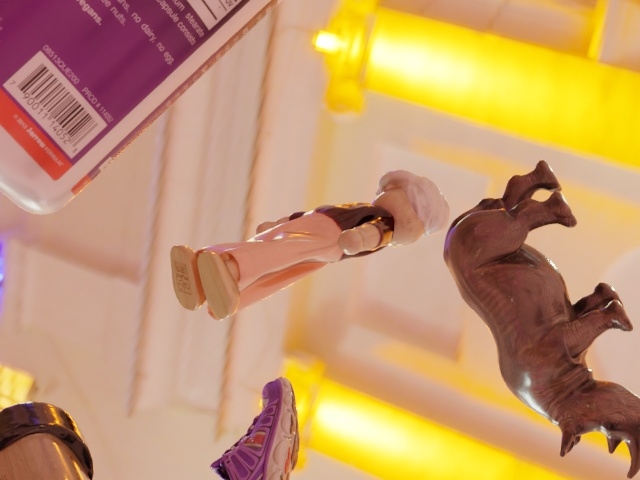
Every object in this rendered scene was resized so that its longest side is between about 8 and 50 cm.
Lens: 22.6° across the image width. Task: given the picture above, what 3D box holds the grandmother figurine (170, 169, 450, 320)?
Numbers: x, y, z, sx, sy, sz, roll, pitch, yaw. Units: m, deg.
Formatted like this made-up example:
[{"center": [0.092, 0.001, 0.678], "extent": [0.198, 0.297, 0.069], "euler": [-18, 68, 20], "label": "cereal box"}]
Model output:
[{"center": [0.000, 0.000, 1.813], "extent": [0.342, 0.208, 0.104], "euler": [-18, -66, -31], "label": "grandmother figurine"}]

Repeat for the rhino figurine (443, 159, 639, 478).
[{"center": [0.178, 0.069, 1.206], "extent": [0.243, 0.106, 0.073], "euler": [63, -169, 3], "label": "rhino figurine"}]

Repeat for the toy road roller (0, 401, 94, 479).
[{"center": [-0.228, 0.310, 1.239], "extent": [0.241, 0.202, 0.329], "euler": [-32, -62, -6], "label": "toy road roller"}]

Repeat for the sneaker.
[{"center": [-0.058, 0.187, 1.419], "extent": [0.170, 0.071, 0.068], "euler": [-76, -14, -48], "label": "sneaker"}]

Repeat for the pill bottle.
[{"center": [-0.146, -0.183, 1.139], "extent": [0.323, 0.181, 0.181], "euler": [-44, -33, -6], "label": "pill bottle"}]
